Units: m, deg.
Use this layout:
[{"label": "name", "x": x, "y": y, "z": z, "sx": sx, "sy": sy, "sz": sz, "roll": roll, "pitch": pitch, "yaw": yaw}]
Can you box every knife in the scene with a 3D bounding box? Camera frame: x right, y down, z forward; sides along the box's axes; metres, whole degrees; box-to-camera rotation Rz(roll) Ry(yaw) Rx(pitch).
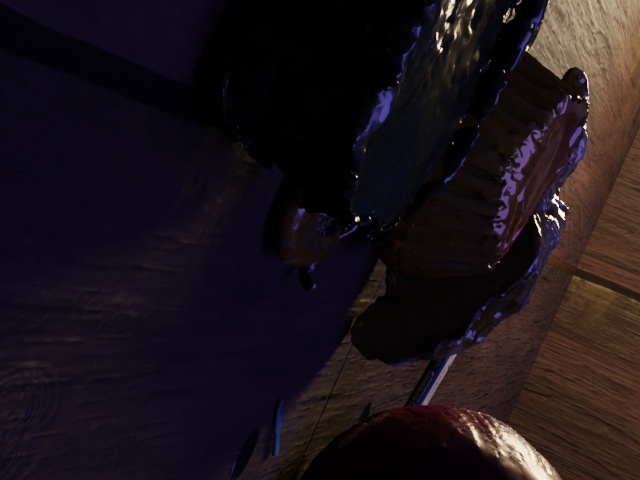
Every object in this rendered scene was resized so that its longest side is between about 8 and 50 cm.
[{"label": "knife", "x": -0.039, "y": 0.171, "z": 1.563, "sx": 0.014, "sy": 0.005, "sz": 0.091, "roll": -55, "pitch": 163, "yaw": -34}]

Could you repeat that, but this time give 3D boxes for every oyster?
[{"label": "oyster", "x": 0.170, "y": -0.012, "z": 1.682, "sx": 0.110, "sy": 0.166, "sz": 0.341, "roll": 38, "pitch": 76, "yaw": -49}]

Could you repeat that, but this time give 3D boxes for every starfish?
[{"label": "starfish", "x": 0.000, "y": 0.000, "z": 1.366, "sx": 0.091, "sy": 0.028, "sz": 0.078, "roll": -31, "pitch": 138, "yaw": -63}]

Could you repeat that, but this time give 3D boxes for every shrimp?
[{"label": "shrimp", "x": 0.021, "y": -0.056, "z": 1.299, "sx": 0.178, "sy": 0.034, "sz": 0.124, "roll": -65, "pitch": 155, "yaw": -9}]

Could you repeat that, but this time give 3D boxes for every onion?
[{"label": "onion", "x": 0.094, "y": 0.330, "z": 1.825, "sx": 0.347, "sy": 0.348, "sz": 0.385, "roll": -65, "pitch": -155, "yaw": -1}]

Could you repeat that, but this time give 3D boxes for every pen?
[{"label": "pen", "x": 0.128, "y": 0.215, "z": 2.249, "sx": 0.204, "sy": 0.025, "sz": 0.025, "roll": -55, "pitch": 163, "yaw": -36}]

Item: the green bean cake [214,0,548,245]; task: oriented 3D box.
[{"label": "green bean cake", "x": 0.044, "y": -0.137, "z": 1.077, "sx": 0.255, "sy": 0.132, "sz": 0.241, "roll": -62, "pitch": 166, "yaw": -6}]

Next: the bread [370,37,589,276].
[{"label": "bread", "x": 0.135, "y": -0.068, "z": 1.530, "sx": 0.240, "sy": 0.139, "sz": 0.240, "roll": -55, "pitch": 164, "yaw": -25}]
